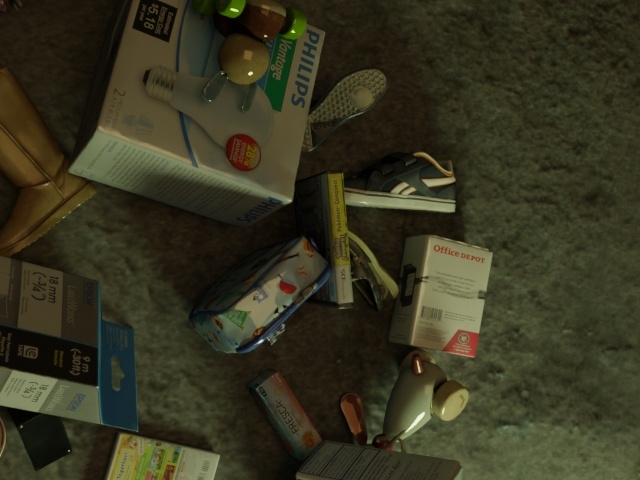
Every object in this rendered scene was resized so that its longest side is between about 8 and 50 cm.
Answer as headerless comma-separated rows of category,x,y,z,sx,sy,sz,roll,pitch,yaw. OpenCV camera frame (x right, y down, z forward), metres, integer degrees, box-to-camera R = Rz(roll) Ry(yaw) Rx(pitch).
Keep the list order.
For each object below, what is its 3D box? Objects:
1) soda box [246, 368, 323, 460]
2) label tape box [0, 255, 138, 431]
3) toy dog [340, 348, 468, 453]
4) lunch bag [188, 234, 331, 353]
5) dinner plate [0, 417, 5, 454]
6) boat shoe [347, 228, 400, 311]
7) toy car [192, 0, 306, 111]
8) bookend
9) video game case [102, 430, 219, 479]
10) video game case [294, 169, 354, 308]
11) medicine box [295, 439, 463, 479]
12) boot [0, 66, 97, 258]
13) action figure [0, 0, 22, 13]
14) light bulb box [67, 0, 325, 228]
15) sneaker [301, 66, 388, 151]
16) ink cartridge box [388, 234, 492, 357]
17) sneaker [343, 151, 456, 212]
soda box,-0.071,0.349,1.770,0.063,0.058,0.183,-36,102,-22
label tape box,-0.445,0.169,1.487,0.333,0.106,0.241,18,37,-29
toy dog,0.151,0.354,1.808,0.334,0.220,0.161,-60,138,-24
lunch bag,-0.110,0.096,1.625,0.243,0.303,0.115,-43,102,-21
dinner plate,-0.622,0.345,1.532,0.141,0.017,0.141,1,88,-26
boat shoe,0.077,0.059,1.839,0.223,0.080,0.073,48,65,-21
toy car,-0.135,-0.315,1.475,0.155,0.149,0.188,10,97,-39
bookend,-0.511,0.291,1.545,0.072,0.156,0.157,-26,55,-24
video game case,-0.317,0.493,1.668,0.206,0.026,0.227,19,81,-24
video game case,0.000,0.000,1.696,0.035,0.275,0.248,-5,90,-15
medicine box,0.114,0.549,1.687,0.149,0.289,0.264,-32,123,-60
boot,-0.557,-0.130,1.545,0.236,0.089,0.269,-46,108,-33
action figure,-0.684,-0.423,1.403,0.370,0.248,0.276,-13,93,-28
light bulb box,-0.219,-0.255,1.601,0.361,0.225,0.358,18,70,-23
sneaker,0.030,-0.271,1.770,0.226,0.163,0.086,-36,101,5
ink cartridge box,0.260,0.120,1.911,0.172,0.100,0.237,13,84,-24
sneaker,0.151,-0.127,1.857,0.321,0.126,0.128,2,92,-36
